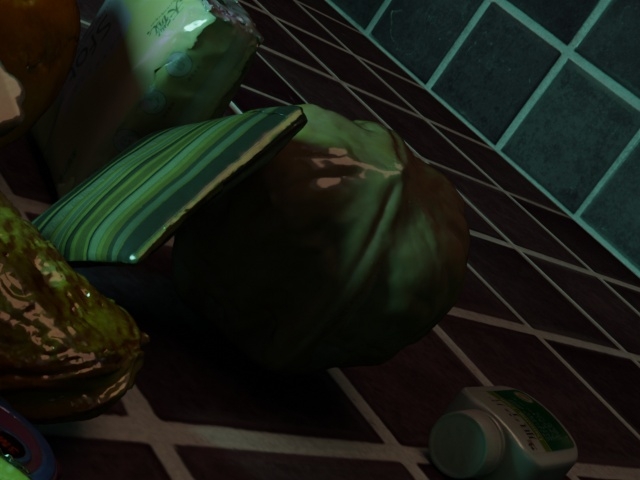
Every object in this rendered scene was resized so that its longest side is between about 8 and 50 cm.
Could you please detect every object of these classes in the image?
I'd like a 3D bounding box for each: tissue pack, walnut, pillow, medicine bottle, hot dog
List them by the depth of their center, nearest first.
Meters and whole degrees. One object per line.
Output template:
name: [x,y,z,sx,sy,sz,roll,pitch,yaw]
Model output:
hot dog: [-0.239,0.032,0.798,0.259,0.114,0.175,48,14,7]
pillow: [-0.139,-0.039,0.939,0.212,0.208,0.052,-1,-55,46]
walnut: [0.002,0.002,1.069,0.273,0.273,0.227,38,41,10]
tissue pack: [-0.174,-0.153,1.163,0.123,0.256,0.215,25,20,-38]
medicine bottle: [0.182,0.204,1.187,0.119,0.069,0.183,47,22,29]

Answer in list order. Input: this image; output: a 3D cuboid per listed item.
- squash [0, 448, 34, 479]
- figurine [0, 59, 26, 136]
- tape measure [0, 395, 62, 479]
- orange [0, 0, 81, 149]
squash: [-0.154,0.213,0.448,0.137,0.137,0.287,29,21,-18]
figurine: [-0.289,-0.013,0.592,0.177,0.247,0.173,47,32,-28]
tape measure: [-0.207,0.128,0.655,0.118,0.074,0.125,34,12,9]
orange: [-0.342,-0.203,0.999,0.284,0.226,0.284,50,21,-27]
